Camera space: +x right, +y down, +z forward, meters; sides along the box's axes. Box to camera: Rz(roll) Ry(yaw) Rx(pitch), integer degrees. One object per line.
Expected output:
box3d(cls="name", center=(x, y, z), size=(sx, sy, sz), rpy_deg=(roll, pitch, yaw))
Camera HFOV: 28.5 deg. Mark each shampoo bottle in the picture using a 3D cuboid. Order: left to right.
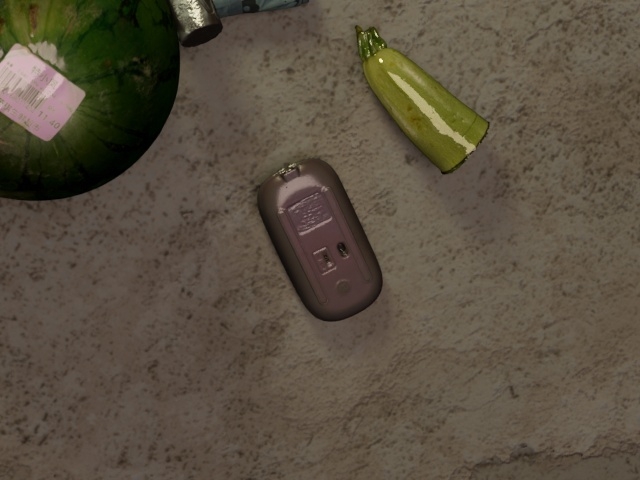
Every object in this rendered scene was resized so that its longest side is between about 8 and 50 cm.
box3d(cls="shampoo bottle", center=(-0.181, -0.335, 1.516), size=(0.064, 0.057, 0.207), rpy_deg=(-20, 78, -8))

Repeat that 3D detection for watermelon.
box3d(cls="watermelon", center=(-0.324, -0.210, 1.401), size=(0.363, 0.363, 0.363), rpy_deg=(-3, 106, -12))

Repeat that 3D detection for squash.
box3d(cls="squash", center=(0.120, -0.196, 1.651), size=(0.094, 0.094, 0.224), rpy_deg=(-44, 101, 2))

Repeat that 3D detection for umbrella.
box3d(cls="umbrella", center=(-0.134, -0.302, 1.574), size=(0.251, 0.052, 0.053), rpy_deg=(-11, 116, -10))

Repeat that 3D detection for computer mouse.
box3d(cls="computer mouse", center=(0.000, 0.000, 1.684), size=(0.120, 0.057, 0.232), rpy_deg=(-28, 112, -4))
